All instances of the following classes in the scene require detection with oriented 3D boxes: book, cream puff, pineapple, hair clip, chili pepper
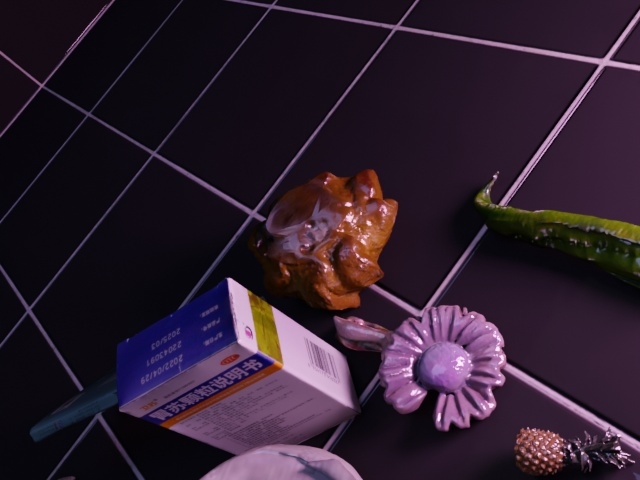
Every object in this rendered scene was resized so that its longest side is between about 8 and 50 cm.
[{"bbox_3d":[-0.287,0.214,1.204,0.379,0.031,0.264,-27,6,22],"label":"book"},{"bbox_3d":[0.000,0.000,1.153,0.269,0.155,0.241,-8,55,33],"label":"cream puff"},{"bbox_3d":[0.289,0.244,0.801,0.124,0.058,0.058,-10,53,34],"label":"pineapple"},{"bbox_3d":[0.120,0.156,0.998,0.300,0.069,0.173,14,68,44],"label":"hair clip"},{"bbox_3d":[0.338,-0.016,0.954,0.359,0.076,0.085,30,106,47],"label":"chili pepper"}]

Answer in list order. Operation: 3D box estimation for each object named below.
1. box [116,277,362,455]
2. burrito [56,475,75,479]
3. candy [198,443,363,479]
[{"bbox_3d":[-0.107,0.197,0.980,0.200,0.299,0.106,-31,47,18],"label":"box"},{"bbox_3d":[-0.511,0.481,1.244,0.051,0.042,0.171,13,26,42],"label":"burrito"},{"bbox_3d":[-0.064,0.450,0.837,0.386,0.186,0.427,-8,48,20],"label":"candy"}]
